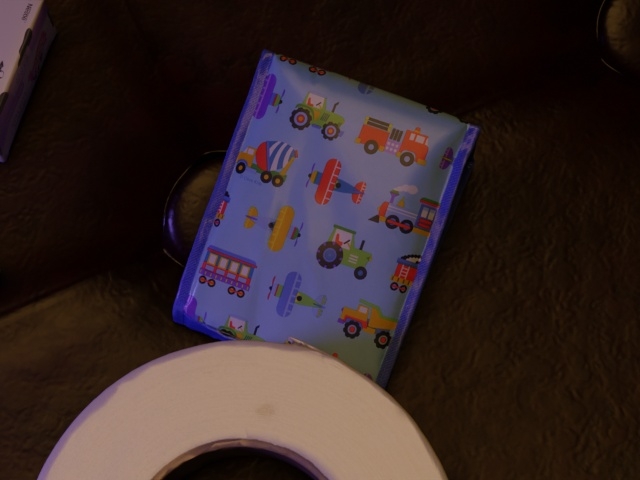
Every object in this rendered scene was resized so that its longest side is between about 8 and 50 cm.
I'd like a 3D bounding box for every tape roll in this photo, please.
[{"bbox_3d":[-0.068,0.279,1.242,0.392,0.072,0.392,-1,73,3],"label":"tape roll"}]

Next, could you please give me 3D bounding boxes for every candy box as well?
[{"bbox_3d":[-0.396,-0.186,1.470,0.196,0.070,0.165,13,68,7],"label":"candy box"}]

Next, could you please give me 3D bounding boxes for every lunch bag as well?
[{"bbox_3d":[0.000,0.000,1.363,0.221,0.138,0.293,21,80,7],"label":"lunch bag"}]
